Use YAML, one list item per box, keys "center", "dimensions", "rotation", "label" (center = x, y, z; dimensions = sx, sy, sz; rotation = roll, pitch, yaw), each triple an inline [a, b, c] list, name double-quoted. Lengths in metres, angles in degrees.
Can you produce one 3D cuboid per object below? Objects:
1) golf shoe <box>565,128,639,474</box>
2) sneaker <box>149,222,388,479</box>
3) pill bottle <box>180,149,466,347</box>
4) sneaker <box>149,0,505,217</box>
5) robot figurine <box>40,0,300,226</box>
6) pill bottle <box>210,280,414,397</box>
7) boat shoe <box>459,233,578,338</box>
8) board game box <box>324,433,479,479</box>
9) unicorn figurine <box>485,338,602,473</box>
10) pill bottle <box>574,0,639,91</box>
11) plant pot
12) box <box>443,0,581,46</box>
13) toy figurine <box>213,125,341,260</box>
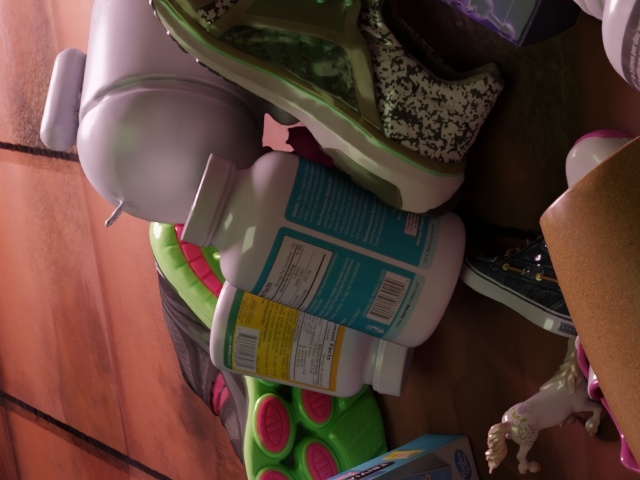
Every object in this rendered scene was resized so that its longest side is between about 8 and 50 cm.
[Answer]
- center: [0.265, 0.053, 1.103]
  dimensions: [0.115, 0.140, 0.306]
  rotation: [-36, 73, 56]
  label: "golf shoe"
- center: [-0.062, 0.165, 1.614]
  dimensions: [0.202, 0.185, 0.483]
  rotation: [122, 128, -70]
  label: "sneaker"
- center: [0.000, 0.000, 1.325]
  dimensions: [0.146, 0.264, 0.146]
  rotation: [-160, 90, -83]
  label: "pill bottle"
- center: [0.010, -0.212, 1.295]
  dimensions: [0.410, 0.158, 0.182]
  rotation: [37, 117, 1]
  label: "sneaker"
- center: [-0.161, -0.166, 1.468]
  dimensions: [0.200, 0.300, 0.353]
  rotation: [63, -157, -57]
  label: "robot figurine"
- center: [-0.005, 0.105, 1.448]
  dimensions: [0.208, 0.117, 0.117]
  rotation: [12, 120, 10]
  label: "pill bottle"
- center: [0.200, 0.025, 1.257]
  dimensions: [0.183, 0.065, 0.083]
  rotation: [32, 103, 59]
  label: "boat shoe"
- center: [0.041, 0.375, 1.378]
  dimensions: [0.079, 0.336, 0.253]
  rotation: [-11, 95, 55]
  label: "board game box"
- center: [0.219, 0.151, 1.250]
  dimensions: [0.060, 0.162, 0.111]
  rotation: [29, 154, 39]
  label: "unicorn figurine"
- center: [0.310, -0.145, 0.919]
  dimensions: [0.318, 0.176, 0.176]
  rotation: [47, 138, 32]
  label: "pill bottle"
- center: [0.281, 0.049, 0.957]
  dimensions: [0.254, 0.237, 0.237]
  rotation: [54, 142, 11]
  label: "plant pot"
- center: [0.137, -0.281, 1.106]
  dimensions: [0.207, 0.108, 0.153]
  rotation: [34, 125, 21]
  label: "box"
- center: [-0.032, -0.049, 1.488]
  dimensions: [0.173, 0.130, 0.159]
  rotation: [7, 95, 22]
  label: "toy figurine"
